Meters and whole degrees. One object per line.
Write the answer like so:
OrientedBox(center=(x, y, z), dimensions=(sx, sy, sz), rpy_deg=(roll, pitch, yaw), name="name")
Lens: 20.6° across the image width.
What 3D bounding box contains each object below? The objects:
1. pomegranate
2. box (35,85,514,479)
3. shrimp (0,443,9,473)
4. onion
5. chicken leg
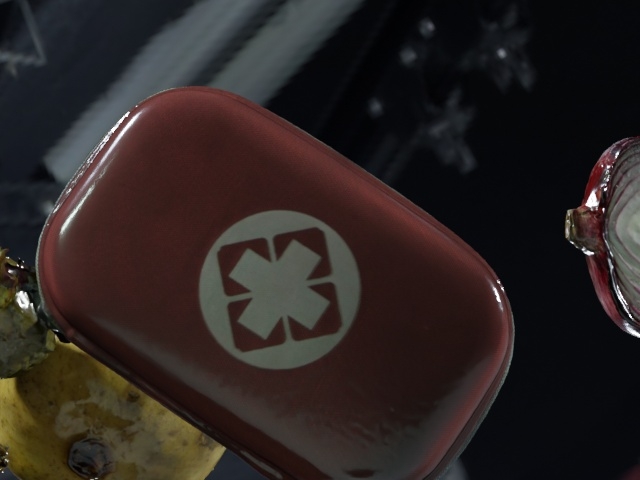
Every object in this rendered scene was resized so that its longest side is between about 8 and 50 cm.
OrientedBox(center=(-0.236, 0.185, 2.015), dimensions=(0.281, 0.281, 0.281), rpy_deg=(-17, -36, -13), name="pomegranate")
OrientedBox(center=(-0.037, 0.047, 1.481), dimensions=(0.263, 0.404, 0.108), rpy_deg=(-57, -4, -7), name="box")
OrientedBox(center=(-0.358, 0.170, 1.666), dimensions=(0.062, 0.294, 0.154), rpy_deg=(30, -96, -38), name="shrimp")
OrientedBox(center=(0.309, 0.001, 1.767), dimensions=(0.151, 0.205, 0.098), rpy_deg=(3, -7, -10), name="onion")
OrientedBox(center=(-0.435, 0.042, 1.799), dimensions=(0.361, 0.140, 0.211), rpy_deg=(29, -54, -34), name="chicken leg")
